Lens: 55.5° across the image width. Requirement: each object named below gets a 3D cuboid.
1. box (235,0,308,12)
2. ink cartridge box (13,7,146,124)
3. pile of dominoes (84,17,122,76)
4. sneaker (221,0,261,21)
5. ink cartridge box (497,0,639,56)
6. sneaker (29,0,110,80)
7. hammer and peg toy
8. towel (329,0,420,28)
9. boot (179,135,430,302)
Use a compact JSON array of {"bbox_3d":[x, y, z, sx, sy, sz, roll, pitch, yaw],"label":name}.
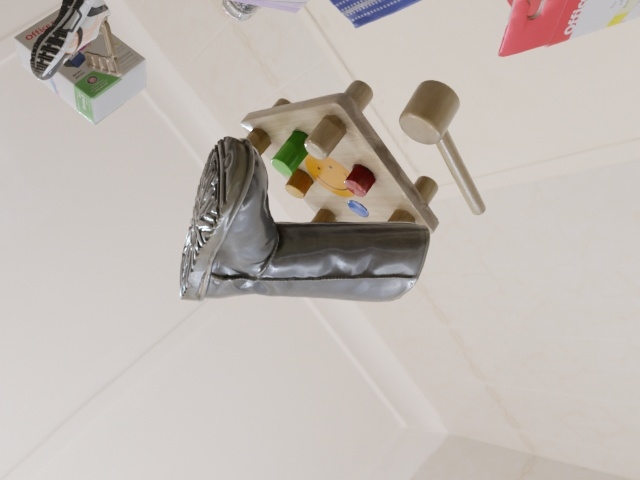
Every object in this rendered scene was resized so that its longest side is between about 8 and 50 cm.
[{"bbox_3d":[-0.127,-0.284,0.586,0.324,0.067,0.063,-10,-105,-47],"label":"box"},{"bbox_3d":[-0.492,-0.368,1.260,0.212,0.093,0.154,38,-119,7],"label":"ink cartridge box"},{"bbox_3d":[-0.400,-0.404,1.084,0.040,0.251,0.196,-21,-62,-27],"label":"pile of dominoes"},{"bbox_3d":[-0.077,-0.386,0.890,0.063,0.075,0.170,45,-128,-15],"label":"sneaker"},{"bbox_3d":[0.249,-0.254,0.514,0.231,0.134,0.078,-19,-118,-9],"label":"ink cartridge box"},{"bbox_3d":[-0.250,-0.205,0.616,0.109,0.040,0.044,-58,-25,-4],"label":"sneaker"},{"bbox_3d":[0.059,-0.095,0.877,0.266,0.361,0.127,49,-115,-30],"label":"hammer and peg toy"},{"bbox_3d":[0.018,-0.409,0.726,0.336,0.243,0.040,35,-113,-33],"label":"towel"},{"bbox_3d":[0.000,-0.003,0.502,0.208,0.190,0.076,7,-123,-19],"label":"boot"}]
